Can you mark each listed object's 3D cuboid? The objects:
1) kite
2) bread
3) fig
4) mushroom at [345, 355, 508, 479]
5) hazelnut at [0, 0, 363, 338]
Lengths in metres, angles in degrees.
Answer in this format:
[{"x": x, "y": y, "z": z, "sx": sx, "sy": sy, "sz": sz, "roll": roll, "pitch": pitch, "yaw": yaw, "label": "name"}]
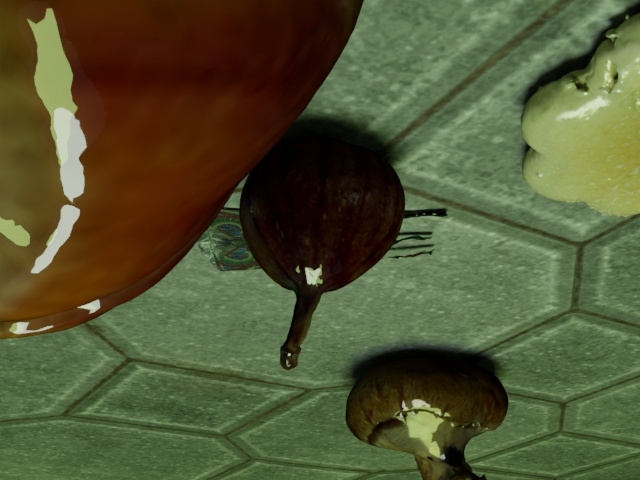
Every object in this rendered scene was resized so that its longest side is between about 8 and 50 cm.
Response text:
[{"x": 0.000, "y": 0.000, "z": 0.979, "sx": 0.285, "sy": 0.015, "sz": 0.152, "roll": -3, "pitch": 152, "yaw": 2, "label": "kite"}, {"x": 0.328, "y": -0.103, "z": 0.771, "sx": 0.316, "sy": 0.054, "sz": 0.316, "roll": -4, "pitch": 151, "yaw": -2, "label": "bread"}, {"x": -0.008, "y": -0.017, "z": 0.796, "sx": 0.149, "sy": 0.202, "sz": 0.148, "roll": 41, "pitch": 125, "yaw": -5, "label": "fig"}, {"x": 0.160, "y": 0.290, "z": 1.365, "sx": 0.267, "sy": 0.254, "sz": 0.267, "roll": 19, "pitch": 146, "yaw": 14, "label": "mushroom"}, {"x": -0.143, "y": -0.122, "z": 0.447, "sx": 0.372, "sy": 0.315, "sz": 0.372, "roll": -24, "pitch": 172, "yaw": -4, "label": "hazelnut"}]
